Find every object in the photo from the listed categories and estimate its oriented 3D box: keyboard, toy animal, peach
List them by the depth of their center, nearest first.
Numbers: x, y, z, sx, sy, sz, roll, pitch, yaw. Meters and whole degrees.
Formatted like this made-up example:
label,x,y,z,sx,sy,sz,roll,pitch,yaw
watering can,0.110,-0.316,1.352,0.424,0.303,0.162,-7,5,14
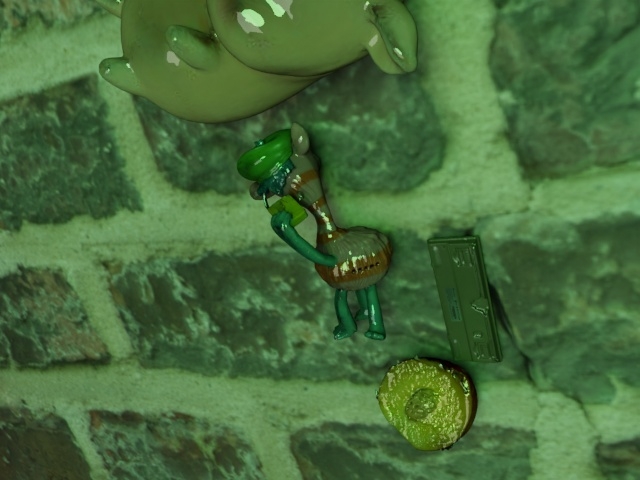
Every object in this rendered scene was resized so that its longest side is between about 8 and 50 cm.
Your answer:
label,x,y,z,sx,sy,sz,roll,pitch,yaw
toy animal,-0.045,-0.173,0.509,0.250,0.154,0.167,-10,86,36
toy animal,0.000,0.000,0.604,0.100,0.103,0.208,-18,105,33
keyboard,0.134,0.056,0.618,0.049,0.015,0.129,-2,113,34
peach,0.109,0.151,0.650,0.098,0.061,0.098,1,92,30
